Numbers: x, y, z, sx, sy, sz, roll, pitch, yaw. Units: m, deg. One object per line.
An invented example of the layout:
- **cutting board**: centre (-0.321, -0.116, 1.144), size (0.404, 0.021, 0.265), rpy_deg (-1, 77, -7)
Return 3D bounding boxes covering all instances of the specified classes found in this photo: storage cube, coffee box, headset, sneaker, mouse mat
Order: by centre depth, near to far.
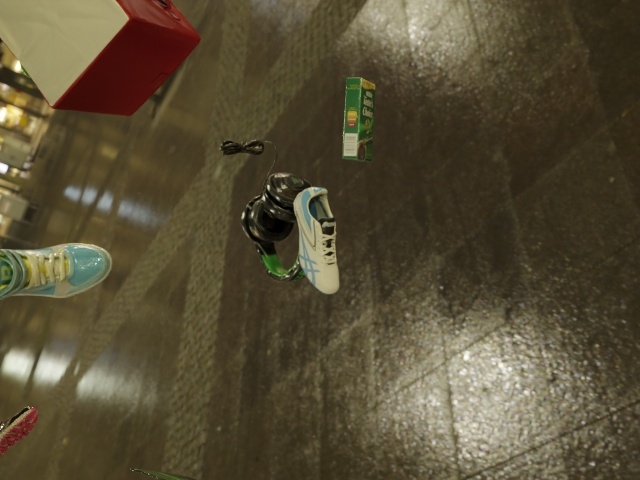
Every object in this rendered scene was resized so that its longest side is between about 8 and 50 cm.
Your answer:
- **storage cube**: centre (-0.339, -0.317, 1.086), size (0.215, 0.183, 0.193), rpy_deg (-40, -8, 19)
- **mouse mat**: centre (-0.221, 0.428, 1.260), size (0.190, 0.152, 0.007), rpy_deg (7, 72, 28)
- **sneaker**: centre (-0.614, 0.068, 1.540), size (0.208, 0.319, 0.127), rpy_deg (163, 98, -76)
- **sneaker**: centre (0.000, 0.000, 1.546), size (0.086, 0.085, 0.237), rpy_deg (-19, 82, 52)
- **sneaker**: centre (-0.693, 0.413, 1.555), size (0.170, 0.063, 0.075), rpy_deg (-44, 62, -6)
- **coffee box**: centre (0.089, -0.274, 1.641), size (0.041, 0.113, 0.184), rpy_deg (4, 93, 21)
- **headset**: centre (-0.132, -0.084, 1.822), size (0.243, 0.185, 0.393), rpy_deg (-43, 57, 49)

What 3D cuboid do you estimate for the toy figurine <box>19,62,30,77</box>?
- **toy figurine**: centre (-0.451, -0.349, 1.364), size (0.173, 0.159, 0.130), rpy_deg (-58, -9, -9)
